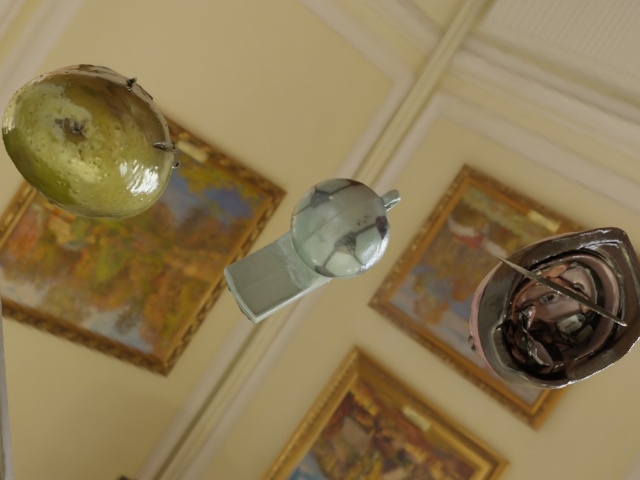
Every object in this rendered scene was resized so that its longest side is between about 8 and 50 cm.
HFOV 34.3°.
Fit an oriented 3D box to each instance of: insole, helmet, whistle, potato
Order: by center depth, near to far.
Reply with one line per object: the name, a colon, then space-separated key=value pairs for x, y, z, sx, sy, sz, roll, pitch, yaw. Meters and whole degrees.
potato: x=-0.216 y=-0.096 z=0.989 sx=0.169 sy=0.144 sz=0.248 roll=17 pitch=-178 yaw=-8
insole: x=0.247 y=0.051 z=1.060 sx=0.232 sy=0.003 sz=0.080 roll=23 pitch=-170 yaw=-46
helmet: x=0.307 y=0.092 z=1.411 sx=0.154 sy=0.253 sz=0.198 roll=-6 pitch=111 yaw=56
whistle: x=0.000 y=0.000 z=1.536 sx=0.163 sy=0.289 sz=0.163 roll=53 pitch=163 yaw=23

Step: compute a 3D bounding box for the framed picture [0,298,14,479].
framed picture: x=-0.431 y=0.100 z=1.057 sx=0.028 sy=0.446 sz=0.326 roll=-3 pitch=-178 yaw=19
